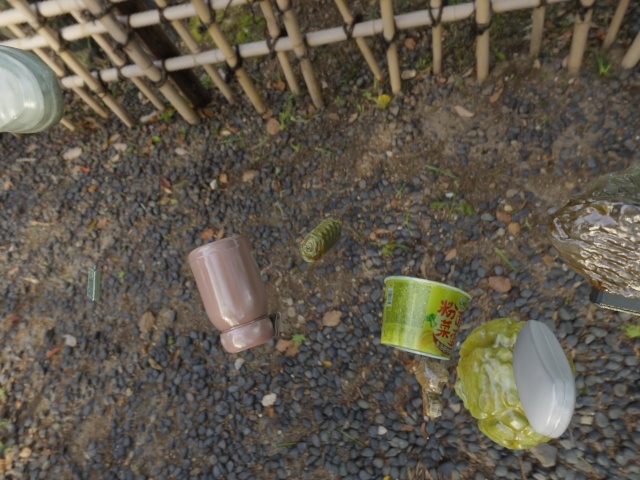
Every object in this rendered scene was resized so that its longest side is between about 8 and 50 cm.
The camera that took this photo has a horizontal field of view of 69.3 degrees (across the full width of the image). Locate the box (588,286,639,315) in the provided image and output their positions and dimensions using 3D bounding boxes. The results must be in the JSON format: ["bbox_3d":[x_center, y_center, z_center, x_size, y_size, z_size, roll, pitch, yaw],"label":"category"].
[{"bbox_3d":[0.893,0.151,1.329,0.201,0.144,0.090,13,104,29],"label":"box"}]

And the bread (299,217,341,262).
[{"bbox_3d":[0.001,-0.001,1.496,0.098,0.269,0.087,-42,91,21],"label":"bread"}]

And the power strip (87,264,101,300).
[{"bbox_3d":[-0.496,0.092,1.015,0.027,0.017,0.083,20,109,29],"label":"power strip"}]

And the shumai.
[{"bbox_3d":[0.682,-0.028,1.014,0.346,0.217,0.283,8,29,21],"label":"shumai"}]

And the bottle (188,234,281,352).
[{"bbox_3d":[-0.217,0.145,1.250,0.173,0.206,0.296,-24,83,36],"label":"bottle"}]

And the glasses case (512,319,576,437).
[{"bbox_3d":[0.278,0.166,0.585,0.049,0.193,0.074,16,109,11],"label":"glasses case"}]

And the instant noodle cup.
[{"bbox_3d":[0.341,0.267,1.565,0.311,0.311,0.221,11,77,17],"label":"instant noodle cup"}]

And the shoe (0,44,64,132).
[{"bbox_3d":[-0.527,-0.196,0.636,0.316,0.159,0.124,2,113,20],"label":"shoe"}]

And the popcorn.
[{"bbox_3d":[0.414,0.305,1.014,0.224,0.270,0.257,16,104,-20],"label":"popcorn"}]

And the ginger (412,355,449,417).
[{"bbox_3d":[0.320,0.402,1.286,0.096,0.067,0.165,-29,52,22],"label":"ginger"}]
